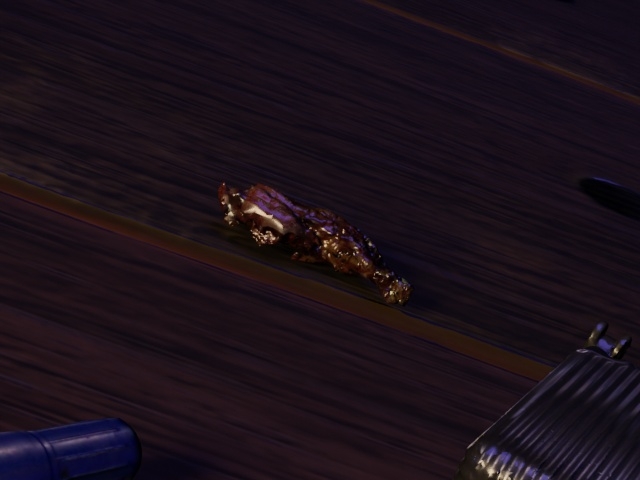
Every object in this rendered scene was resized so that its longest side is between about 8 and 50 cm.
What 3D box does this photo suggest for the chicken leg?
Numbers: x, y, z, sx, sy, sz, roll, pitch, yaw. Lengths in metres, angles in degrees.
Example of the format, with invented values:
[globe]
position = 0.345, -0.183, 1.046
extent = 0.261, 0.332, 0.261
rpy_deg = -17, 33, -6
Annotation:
[chicken leg]
position = -0.001, -0.001, 0.644
extent = 0.083, 0.021, 0.036
rpy_deg = 28, 11, 4

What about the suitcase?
[suitcase]
position = 0.083, 0.077, 0.478
extent = 0.086, 0.059, 0.126
rpy_deg = 27, 21, 17

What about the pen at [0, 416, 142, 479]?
[pen]
position = -0.116, 0.061, 0.368
extent = 0.025, 0.025, 0.204
rpy_deg = 35, 24, 32
